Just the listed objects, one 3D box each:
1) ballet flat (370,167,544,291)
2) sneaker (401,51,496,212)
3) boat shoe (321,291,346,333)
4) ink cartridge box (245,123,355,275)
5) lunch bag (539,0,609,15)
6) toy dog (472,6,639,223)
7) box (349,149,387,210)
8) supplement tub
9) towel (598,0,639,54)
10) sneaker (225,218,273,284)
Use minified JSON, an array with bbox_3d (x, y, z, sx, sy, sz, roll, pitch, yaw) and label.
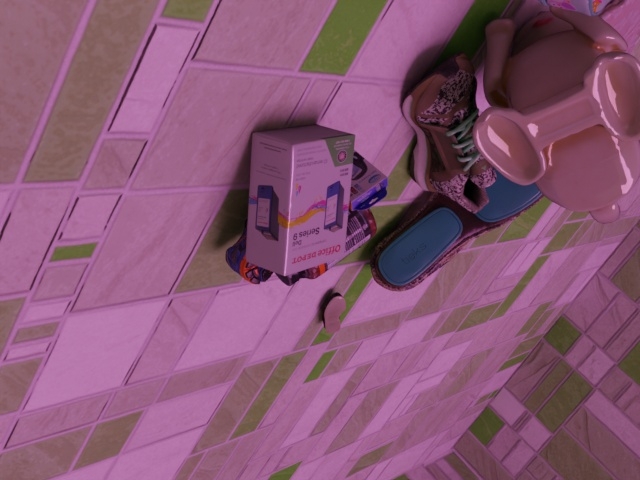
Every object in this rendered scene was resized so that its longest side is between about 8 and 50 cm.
[{"bbox_3d":[0.308,-0.067,1.988,0.483,0.164,0.182,-38,-177,6],"label":"ballet flat"},{"bbox_3d":[0.270,-0.188,1.691,0.158,0.182,0.410,-40,154,-10],"label":"sneaker"},{"bbox_3d":[0.027,0.155,2.020,0.049,0.042,0.133,-9,144,-13],"label":"boat shoe"},{"bbox_3d":[-0.032,-0.067,1.437,0.154,0.093,0.212,-15,118,-47],"label":"ink cartridge box"},{"bbox_3d":[0.376,-0.474,1.239,0.279,0.108,0.224,-63,149,-13],"label":"lunch bag"},{"bbox_3d":[0.462,-0.269,1.652,0.284,0.408,0.395,-32,120,27],"label":"toy dog"},{"bbox_3d":[0.050,-0.107,1.536,0.081,0.136,0.028,-36,145,-19],"label":"box"},{"bbox_3d":[0.000,0.000,1.664,0.198,0.106,0.106,-35,154,-17],"label":"supplement tub"},{"bbox_3d":[0.587,-0.400,2.000,0.332,0.053,0.317,-33,152,-24],"label":"towel"},{"bbox_3d":[-0.084,-0.028,1.536,0.221,0.087,0.083,-49,137,-27],"label":"sneaker"}]
